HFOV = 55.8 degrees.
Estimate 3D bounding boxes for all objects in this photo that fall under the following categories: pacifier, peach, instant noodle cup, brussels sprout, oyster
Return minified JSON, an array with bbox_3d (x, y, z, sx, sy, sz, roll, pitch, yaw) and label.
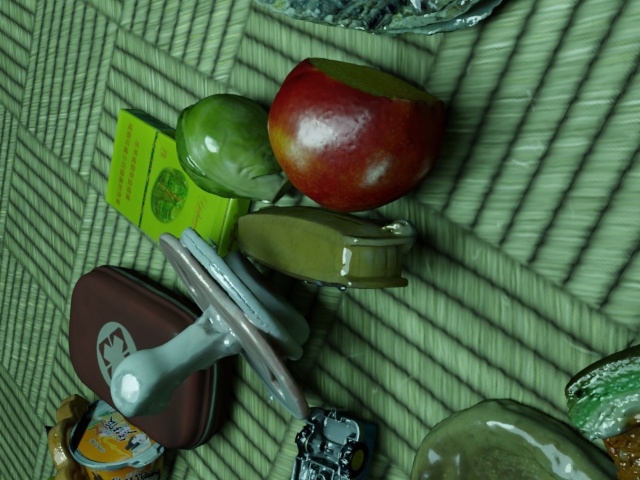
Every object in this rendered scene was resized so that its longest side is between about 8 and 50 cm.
[{"bbox_3d":[-0.141,0.128,0.828,0.332,0.220,0.273,43,106,28],"label":"pacifier"},{"bbox_3d":[0.042,-0.129,0.674,0.192,0.190,0.190,-34,74,43],"label":"peach"},{"bbox_3d":[-0.361,0.394,1.116,0.208,0.178,0.125,36,133,52],"label":"instant noodle cup"},{"bbox_3d":[-0.122,-0.128,0.840,0.183,0.146,0.131,49,118,26],"label":"brussels sprout"},{"bbox_3d":[0.080,-0.309,0.657,0.351,0.158,0.162,-6,57,28],"label":"oyster"}]

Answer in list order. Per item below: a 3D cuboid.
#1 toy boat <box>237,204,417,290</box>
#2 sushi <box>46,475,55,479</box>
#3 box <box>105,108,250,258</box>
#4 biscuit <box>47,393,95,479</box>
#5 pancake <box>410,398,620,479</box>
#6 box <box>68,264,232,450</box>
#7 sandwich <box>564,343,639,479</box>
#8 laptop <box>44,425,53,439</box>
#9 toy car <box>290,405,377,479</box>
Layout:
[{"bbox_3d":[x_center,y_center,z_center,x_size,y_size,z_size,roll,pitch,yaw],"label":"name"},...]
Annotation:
[{"bbox_3d":[0.000,0.000,0.775,0.321,0.122,0.088,12,104,54],"label":"toy boat"},{"bbox_3d":[-0.547,0.646,1.188,0.328,0.328,0.285,2,93,-1],"label":"sushi"},{"bbox_3d":[-0.252,-0.084,1.027,0.335,0.047,0.186,32,115,34],"label":"box"},{"bbox_3d":[-0.451,0.441,1.178,0.047,0.202,0.333,-31,43,-3],"label":"biscuit"},{"bbox_3d":[0.226,0.320,0.668,0.295,0.050,0.294,5,99,39],"label":"pancake"},{"bbox_3d":[-0.318,0.200,1.081,0.404,0.108,0.263,20,109,37],"label":"box"},{"bbox_3d":[0.324,0.161,0.523,0.185,0.109,0.159,-32,73,39],"label":"sandwich"},{"bbox_3d":[-0.488,0.440,1.231,0.016,0.197,0.135,-29,70,-4],"label":"laptop"},{"bbox_3d":[0.021,0.321,0.820,0.097,0.100,0.191,6,80,41],"label":"toy car"}]
